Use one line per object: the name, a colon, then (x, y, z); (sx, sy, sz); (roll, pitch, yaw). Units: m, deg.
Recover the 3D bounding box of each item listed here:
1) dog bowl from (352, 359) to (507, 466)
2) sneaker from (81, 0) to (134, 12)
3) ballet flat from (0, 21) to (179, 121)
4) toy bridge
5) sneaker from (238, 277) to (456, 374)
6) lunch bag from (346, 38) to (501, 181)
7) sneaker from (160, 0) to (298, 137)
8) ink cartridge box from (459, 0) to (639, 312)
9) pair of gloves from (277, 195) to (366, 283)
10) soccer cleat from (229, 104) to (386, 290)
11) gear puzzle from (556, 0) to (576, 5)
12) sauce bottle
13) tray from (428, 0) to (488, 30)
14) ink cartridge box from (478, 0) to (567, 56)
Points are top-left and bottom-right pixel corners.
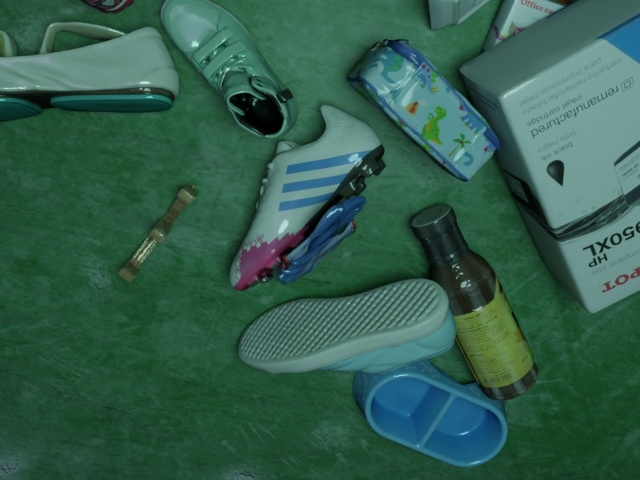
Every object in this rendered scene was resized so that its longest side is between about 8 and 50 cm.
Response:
dog bowl: (0.202, 0.305, 1.072); (0.298, 0.074, 0.165); (25, 106, -9)
sneaker: (-0.349, -0.449, 0.783); (0.121, 0.112, 0.299); (-32, 106, 9)
ballet flat: (-0.406, -0.241, 0.856); (0.401, 0.139, 0.139); (-5, 109, -4)
toy bridge: (-0.254, -0.018, 0.954); (0.026, 0.063, 0.188); (37, 105, -13)
sneaker: (0.045, 0.176, 0.980); (0.366, 0.135, 0.150); (-12, 130, 23)
lunch bag: (0.142, -0.189, 0.854); (0.219, 0.176, 0.090); (40, 98, -15)
sneaker: (-0.128, -0.248, 0.836); (0.094, 0.151, 0.256); (-43, 103, 13)
ink cartridge box: (0.419, -0.131, 0.848); (0.286, 0.166, 0.394); (-29, 119, 9)
pair of gloves: (0.000, 0.000, 0.903); (0.159, 0.198, 0.023); (-39, 77, -14)
soccer cleat: (-0.047, -0.067, 0.935); (0.331, 0.116, 0.143); (-45, 82, 14)
gear puzzle: (0.487, -0.322, 0.887); (0.339, 0.044, 0.175); (28, 105, -10)
sauce bottle: (0.251, 0.103, 0.986); (0.112, 0.111, 0.344); (-26, 109, 7)
tray: (0.265, -0.386, 0.807); (0.270, 0.145, 0.030); (-36, 83, 10)
ink cartridge box: (0.296, -0.296, 0.874); (0.089, 0.052, 0.122); (16, 119, -7)
